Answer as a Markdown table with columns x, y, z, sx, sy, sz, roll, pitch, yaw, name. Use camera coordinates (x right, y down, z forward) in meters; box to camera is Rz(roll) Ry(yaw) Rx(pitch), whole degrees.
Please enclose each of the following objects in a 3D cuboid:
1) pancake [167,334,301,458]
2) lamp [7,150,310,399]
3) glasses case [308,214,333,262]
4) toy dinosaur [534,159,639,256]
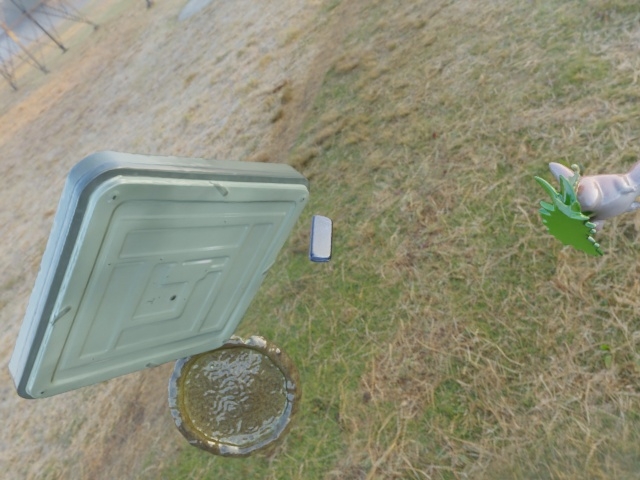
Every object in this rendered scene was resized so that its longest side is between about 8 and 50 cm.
| x | y | z | sx | sy | sz | roll | pitch | yaw | name |
| --- | --- | --- | --- | --- | --- | --- | --- | --- | --- |
| -0.120 | 0.223 | 0.719 | 0.199 | 0.199 | 0.021 | -42 | 16 | -1 | pancake |
| -0.154 | 0.035 | 0.521 | 0.047 | 0.266 | 0.269 | 44 | 118 | 27 | lamp |
| 0.000 | 0.000 | 0.723 | 0.023 | 0.033 | 0.083 | 116 | 163 | -47 | glasses case |
| 0.447 | -0.087 | 0.805 | 0.177 | 0.152 | 0.194 | -50 | 33 | -9 | toy dinosaur |
